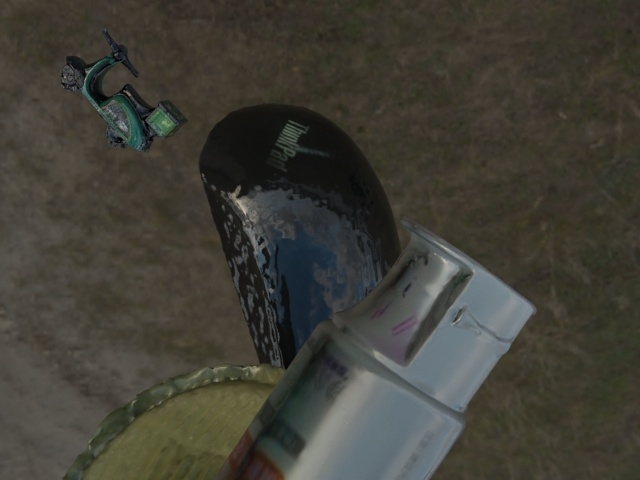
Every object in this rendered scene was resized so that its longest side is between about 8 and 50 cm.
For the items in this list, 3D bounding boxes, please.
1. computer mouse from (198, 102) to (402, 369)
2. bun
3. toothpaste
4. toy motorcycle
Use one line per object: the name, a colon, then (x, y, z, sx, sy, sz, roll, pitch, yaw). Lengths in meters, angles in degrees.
computer mouse: (0.000, 0.000, 0.938, 0.170, 0.269, 0.100, -23, -172, -37)
bun: (-0.074, 0.222, 0.812, 0.259, 0.259, 0.152, -13, 129, 9)
toothpaste: (-0.037, 0.140, 0.380, 0.066, 0.100, 0.323, 33, 92, -31)
toy motorcycle: (-0.266, -0.192, 1.374, 0.100, 0.173, 0.058, -42, 179, 14)
